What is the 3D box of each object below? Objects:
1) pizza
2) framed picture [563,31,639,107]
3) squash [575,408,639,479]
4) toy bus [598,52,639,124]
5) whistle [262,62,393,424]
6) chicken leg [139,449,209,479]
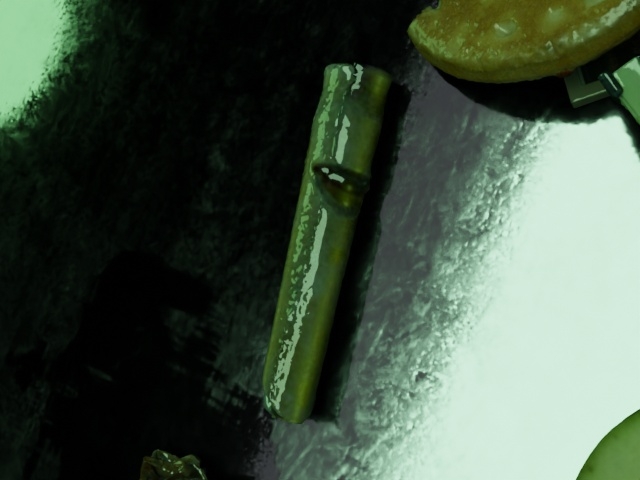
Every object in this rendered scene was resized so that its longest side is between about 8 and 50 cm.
[{"bbox_3d":[0.183,-0.184,0.935,0.246,0.058,0.127,-19,59,32],"label":"pizza"},{"bbox_3d":[0.268,-0.256,0.963,0.184,0.016,0.250,-17,76,19],"label":"framed picture"},{"bbox_3d":[0.289,0.227,0.798,0.252,0.049,0.252,1,63,-2],"label":"squash"},{"bbox_3d":[0.361,-0.146,0.835,0.276,0.133,0.165,-35,85,17],"label":"toy bus"},{"bbox_3d":[0.001,0.000,1.006,0.068,0.057,0.326,2,78,67],"label":"whistle"},{"bbox_3d":[-0.166,0.274,1.023,0.196,0.080,0.125,-40,59,19],"label":"chicken leg"}]
